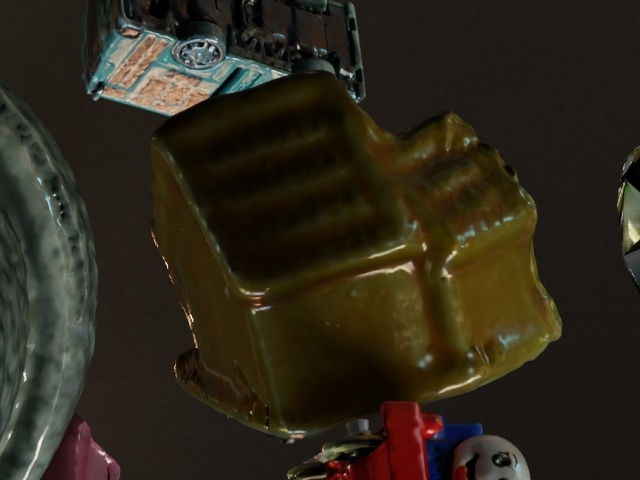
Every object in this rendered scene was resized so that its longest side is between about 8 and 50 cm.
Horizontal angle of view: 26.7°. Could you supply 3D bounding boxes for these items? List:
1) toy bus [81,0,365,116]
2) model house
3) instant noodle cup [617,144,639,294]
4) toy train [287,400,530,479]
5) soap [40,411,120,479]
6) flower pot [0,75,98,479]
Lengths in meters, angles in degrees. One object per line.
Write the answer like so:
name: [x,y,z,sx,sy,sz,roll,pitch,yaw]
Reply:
toy bus: [-0.098,-0.182,1.271,0.147,0.256,0.128,-41,-135,45]
model house: [0.009,-0.005,0.930,0.268,0.239,0.173,-18,-160,-7]
instant noodle cup: [0.417,-0.007,1.283,0.178,0.240,0.240,-15,-122,-13]
toy train: [0.054,0.155,0.790,0.131,0.204,0.082,1,-111,-14]
soap: [-0.199,0.209,0.705,0.162,0.099,0.249,3,-114,0]
flower pot: [-0.239,0.047,0.530,0.299,0.283,0.299,0,-82,-2]
